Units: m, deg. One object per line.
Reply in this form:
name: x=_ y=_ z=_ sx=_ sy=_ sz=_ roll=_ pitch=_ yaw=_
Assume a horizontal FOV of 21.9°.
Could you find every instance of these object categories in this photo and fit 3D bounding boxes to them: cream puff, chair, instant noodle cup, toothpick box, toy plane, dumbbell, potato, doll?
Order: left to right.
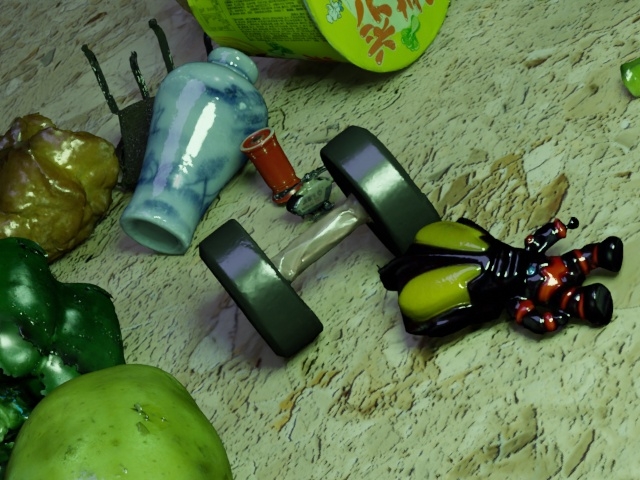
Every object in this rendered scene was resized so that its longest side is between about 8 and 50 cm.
cream puff: x=-0.371 y=-0.052 z=2.084 sx=0.269 sy=0.155 sz=0.241 roll=-37 pitch=32 yaw=16
potato: x=-0.190 y=0.239 z=1.538 sx=0.216 sy=0.216 sz=0.304 roll=-34 pitch=25 yaw=3
chair: x=-0.207 y=-0.170 z=2.138 sx=0.174 sy=0.149 sz=0.213 roll=-15 pitch=82 yaw=23
toothpick box: x=-0.054 y=-0.085 z=1.904 sx=0.047 sy=0.083 sz=0.047 roll=-25 pitch=25 yaw=13
instant noodle cup: x=-0.011 y=-0.347 z=1.991 sx=0.221 sy=0.311 sz=0.311 roll=0 pitch=48 yaw=41
toy plane: x=-0.001 y=-0.060 z=1.864 sx=0.121 sy=0.049 sz=0.031 roll=-33 pitch=31 yaw=-27
dumbbell: x=0.000 y=0.000 z=1.700 sx=0.218 sy=0.152 sz=0.152 roll=-38 pitch=35 yaw=-4
doll: x=0.164 y=0.031 z=1.582 sx=0.249 sy=0.088 sz=0.127 roll=3 pitch=31 yaw=33

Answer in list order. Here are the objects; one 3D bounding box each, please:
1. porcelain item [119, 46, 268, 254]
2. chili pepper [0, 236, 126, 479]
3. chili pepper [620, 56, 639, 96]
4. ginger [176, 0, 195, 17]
porcelain item: x=-0.151 y=-0.112 z=1.982 sx=0.141 sy=0.141 sz=0.259 roll=2 pitch=58 yaw=42
chili pepper: x=-0.338 y=0.128 z=1.777 sx=0.249 sy=0.233 sz=0.256 roll=-25 pitch=30 yaw=9
chili pepper: x=0.397 y=-0.181 z=1.667 sx=0.202 sy=0.050 sz=0.052 roll=-6 pitch=83 yaw=41
ginger: x=-0.021 y=-0.404 z=2.206 sx=0.363 sy=0.122 sz=0.348 roll=38 pitch=110 yaw=22
